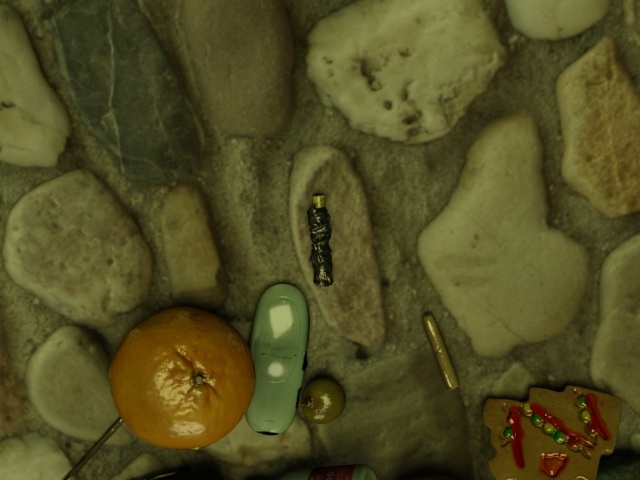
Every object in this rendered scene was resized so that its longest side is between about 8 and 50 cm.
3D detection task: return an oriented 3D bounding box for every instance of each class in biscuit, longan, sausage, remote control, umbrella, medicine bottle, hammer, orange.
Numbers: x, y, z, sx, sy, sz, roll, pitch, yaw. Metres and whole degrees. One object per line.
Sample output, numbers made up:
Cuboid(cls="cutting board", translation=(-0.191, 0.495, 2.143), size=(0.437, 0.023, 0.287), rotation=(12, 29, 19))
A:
Cuboid(cls="biscuit", translation=(0.372, 0.308, 1.643), size=(0.239, 0.041, 0.212), rotation=(-29, 61, -6))
Cuboid(cls="longan", translation=(0.000, 0.252, 1.650), size=(0.075, 0.083, 0.075), rotation=(-3, 86, 40))
Cuboid(cls="sausage", translation=(0.190, 0.176, 1.663), size=(0.024, 0.024, 0.132), rotation=(-21, 105, 4))
Cuboid(cls="remote control", translation=(-0.068, 0.192, 1.651), size=(0.097, 0.045, 0.256), rotation=(4, 107, -2))
Cuboid(cls="umbrella", translation=(0.000, 0.000, 1.607), size=(0.037, 0.040, 0.143), rotation=(-2, 103, 8))
Cuboid(cls="medicine bottle", translation=(-0.020, 0.406, 1.660), size=(0.217, 0.090, 0.090), rotation=(-9, 105, 21))
Cuboid(cls="hammer", translation=(-0.392, 0.364, 1.700), size=(0.058, 0.029, 0.292), rotation=(40, 98, -13))
Cuboid(cls="orange", translation=(-0.208, 0.209, 1.584), size=(0.219, 0.193, 0.219), rotation=(0, 88, 4))

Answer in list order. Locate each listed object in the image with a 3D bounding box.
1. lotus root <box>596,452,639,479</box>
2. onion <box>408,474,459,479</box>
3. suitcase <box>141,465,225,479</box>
Cuboid(cls="lotus root", translation=(0.459, 0.418, 1.664), size=(0.322, 0.158, 0.140), rotation=(-27, 122, -1))
Cuboid(cls="onion", translation=(0.166, 0.544, 1.676), size=(0.349, 0.159, 0.267), rotation=(-43, 69, 10))
Cuboid(cls="suitcase", translation=(-0.222, 0.581, 1.663), size=(0.283, 0.194, 0.433), rotation=(-16, 103, 16))
